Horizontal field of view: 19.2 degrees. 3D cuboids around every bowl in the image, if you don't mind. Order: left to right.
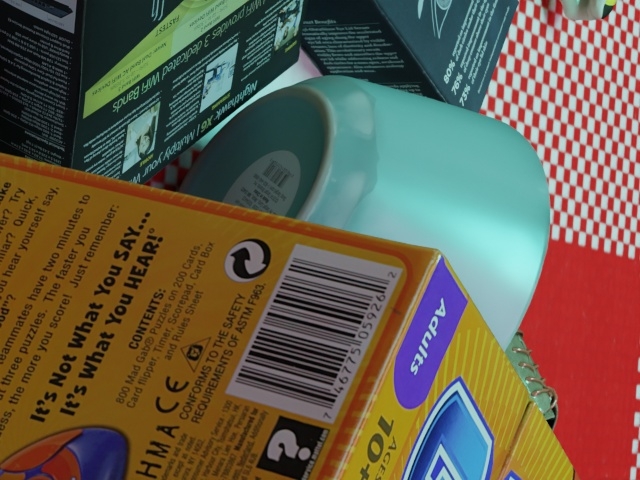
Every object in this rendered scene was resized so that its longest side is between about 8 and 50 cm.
[{"bbox_3d":[0.000,0.000,1.403,0.163,0.311,0.312,36,61,-32],"label":"bowl"}]

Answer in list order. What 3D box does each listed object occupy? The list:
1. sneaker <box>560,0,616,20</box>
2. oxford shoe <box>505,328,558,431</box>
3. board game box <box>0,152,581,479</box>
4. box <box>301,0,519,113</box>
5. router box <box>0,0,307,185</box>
[{"bbox_3d":[0.215,-0.323,1.801,0.384,0.145,0.147,19,75,-53],"label":"sneaker"},{"bbox_3d":[0.170,0.123,1.766,0.123,0.130,0.348,-2,93,-55],"label":"oxford shoe"},{"bbox_3d":[-0.097,0.204,1.116,0.357,0.356,0.356,-65,149,-20],"label":"board game box"},{"bbox_3d":[0.066,-0.207,1.619,0.207,0.108,0.153,50,53,-44],"label":"box"},{"bbox_3d":[-0.108,-0.176,1.310,0.309,0.081,0.243,-43,152,-46],"label":"router box"}]
